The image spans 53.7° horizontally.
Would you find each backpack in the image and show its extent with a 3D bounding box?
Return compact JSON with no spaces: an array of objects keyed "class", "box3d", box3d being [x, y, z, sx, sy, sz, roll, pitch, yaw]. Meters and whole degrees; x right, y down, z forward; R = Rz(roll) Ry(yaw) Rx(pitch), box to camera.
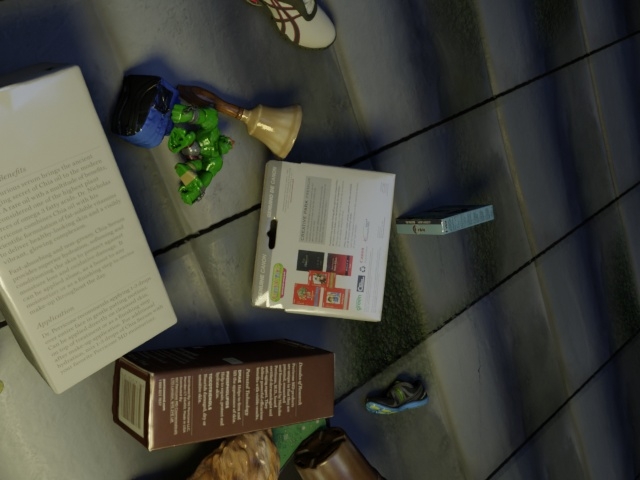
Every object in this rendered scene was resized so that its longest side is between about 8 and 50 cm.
[{"class":"backpack","box3d":[-0.312,-0.226,1.146,0.101,0.098,0.120,35,69,-52]}]

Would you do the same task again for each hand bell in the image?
[{"class":"hand bell","box3d":[-0.171,-0.256,1.263,0.242,0.126,0.126,17,81,-22]}]

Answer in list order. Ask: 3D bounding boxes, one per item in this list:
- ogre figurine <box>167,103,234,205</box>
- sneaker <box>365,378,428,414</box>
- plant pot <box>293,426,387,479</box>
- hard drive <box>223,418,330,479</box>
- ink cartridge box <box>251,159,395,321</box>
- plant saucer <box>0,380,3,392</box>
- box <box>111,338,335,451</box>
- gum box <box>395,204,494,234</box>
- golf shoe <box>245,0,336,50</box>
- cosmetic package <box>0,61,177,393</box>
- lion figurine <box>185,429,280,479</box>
[{"class":"ogre figurine","box3d":[-0.230,-0.177,1.197,0.118,0.097,0.197,-49,129,-46]},{"class":"sneaker","box3d":[0.183,0.383,1.555,0.188,0.067,0.078,-3,72,-34]},{"class":"plant pot","box3d":[0.037,0.492,1.317,0.167,0.167,0.165,-38,103,-29]},{"class":"hard drive","box3d":[-0.072,0.526,1.366,0.237,0.064,0.339,-16,101,-35]},{"class":"ink cartridge box","box3d":[0.000,0.000,1.334,0.272,0.130,0.309,7,87,-8]},{"class":"plant saucer","box3d":[-0.590,0.256,0.943,0.188,0.188,0.045,-59,165,-19]},{"class":"box","box3d":[-0.176,0.279,1.204,0.381,0.191,0.143,3,90,-36]},{"class":"gum box","box3d":[0.307,-0.052,1.563,0.184,0.157,0.041,-15,101,-35]},{"class":"golf shoe","box3d":[-0.056,-0.493,1.311,0.273,0.120,0.105,30,73,-34]},{"class":"cosmetic package","box3d":[-0.421,-0.020,0.982,0.230,0.161,0.453,-31,122,-31]},{"class":"lion figurine","box3d":[-0.254,0.495,1.159,0.392,0.142,0.240,-12,83,-13]}]
